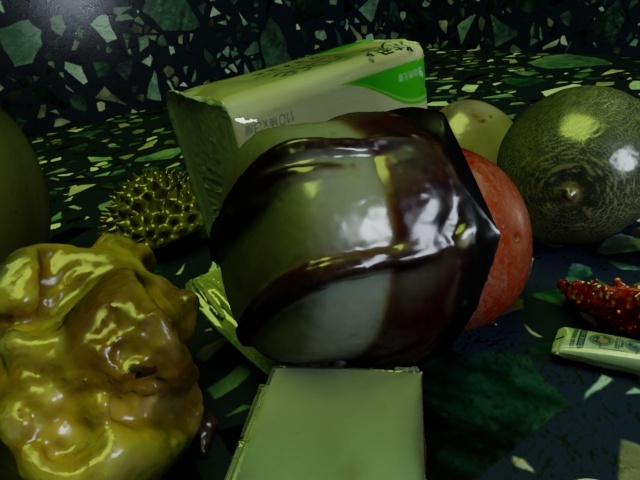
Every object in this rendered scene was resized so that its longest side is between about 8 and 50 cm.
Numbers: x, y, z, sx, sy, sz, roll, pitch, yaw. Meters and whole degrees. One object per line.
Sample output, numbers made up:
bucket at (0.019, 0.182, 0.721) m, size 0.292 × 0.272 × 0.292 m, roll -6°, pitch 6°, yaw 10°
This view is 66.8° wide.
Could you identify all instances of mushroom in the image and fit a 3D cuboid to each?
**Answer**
mushroom at (0.304, -0.182, 1.019) m, size 0.204 × 0.204 × 0.204 m, roll -6°, pitch 29°, yaw 4°

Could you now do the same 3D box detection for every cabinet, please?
cabinet at (0.008, 0.222, 0.371) m, size 0.150 × 0.145 × 0.206 m, roll -2°, pitch 29°, yaw 12°

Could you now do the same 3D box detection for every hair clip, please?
hair clip at (-0.036, 0.133, 0.610) m, size 0.321 × 0.091 × 0.138 m, roll 31°, pitch 38°, yaw 33°

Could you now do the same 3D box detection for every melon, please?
melon at (0.423, -0.131, 0.803) m, size 0.248 × 0.249 × 0.329 m, roll 7°, pitch 31°, yaw 25°

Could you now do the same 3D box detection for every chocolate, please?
chocolate at (0.000, 0.000, 0.475) m, size 0.186 × 0.284 × 0.283 m, roll 0°, pitch 19°, yaw -38°

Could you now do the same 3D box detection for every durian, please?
durian at (-0.300, -0.054, 0.985) m, size 0.172 × 0.166 × 0.306 m, roll 41°, pitch 55°, yaw 17°

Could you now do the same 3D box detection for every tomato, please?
tomato at (0.145, -0.009, 0.648) m, size 0.264 × 0.265 × 0.265 m, roll -6°, pitch 29°, yaw 4°

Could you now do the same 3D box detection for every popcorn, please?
popcorn at (-0.271, 0.115, 0.536) m, size 0.315 × 0.281 × 0.297 m, roll -7°, pitch 43°, yaw 28°

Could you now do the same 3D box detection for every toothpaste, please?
toothpaste at (0.387, 0.137, 0.535) m, size 0.239 × 0.039 × 0.062 m, roll 9°, pitch 29°, yaw 32°

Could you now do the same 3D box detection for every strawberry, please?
strawberry at (0.416, 0.086, 0.597) m, size 0.167 × 0.087 × 0.208 m, roll -1°, pitch -4°, yaw -28°

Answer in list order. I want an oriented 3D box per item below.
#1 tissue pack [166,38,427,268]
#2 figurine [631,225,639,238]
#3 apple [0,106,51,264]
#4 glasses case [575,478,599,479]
tissue pack at (-0.002, -0.134, 0.824) m, size 0.405 × 0.332 × 0.205 m, roll -28°, pitch 33°, yaw -31°
figurine at (0.515, -0.001, 0.720) m, size 0.082 × 0.086 × 0.094 m, roll -21°, pitch 70°, yaw 7°
apple at (-0.638, -0.045, 0.701) m, size 0.473 × 0.474 × 0.474 m, roll -6°, pitch 29°, yaw 4°
glasses case at (0.259, 0.253, 0.345) m, size 0.076 × 0.049 × 0.197 m, roll -24°, pitch 32°, yaw -26°
